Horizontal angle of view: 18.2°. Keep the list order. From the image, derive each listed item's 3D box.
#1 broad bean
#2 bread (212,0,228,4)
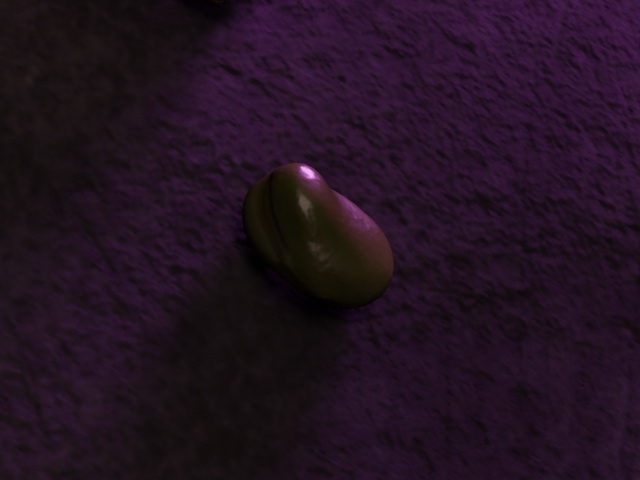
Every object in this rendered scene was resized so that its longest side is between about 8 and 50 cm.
[{"bbox_3d":[0.000,0.000,0.978,0.083,0.045,0.063,42,38,-11],"label":"broad bean"},{"bbox_3d":[-0.030,-0.226,0.967,0.136,0.241,0.107,36,53,-6],"label":"bread"}]
